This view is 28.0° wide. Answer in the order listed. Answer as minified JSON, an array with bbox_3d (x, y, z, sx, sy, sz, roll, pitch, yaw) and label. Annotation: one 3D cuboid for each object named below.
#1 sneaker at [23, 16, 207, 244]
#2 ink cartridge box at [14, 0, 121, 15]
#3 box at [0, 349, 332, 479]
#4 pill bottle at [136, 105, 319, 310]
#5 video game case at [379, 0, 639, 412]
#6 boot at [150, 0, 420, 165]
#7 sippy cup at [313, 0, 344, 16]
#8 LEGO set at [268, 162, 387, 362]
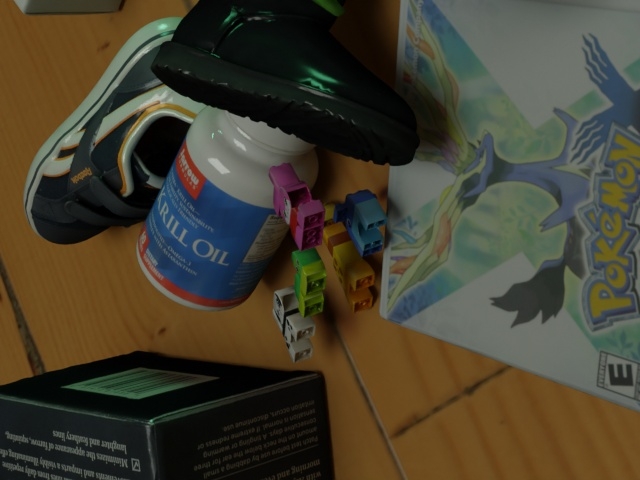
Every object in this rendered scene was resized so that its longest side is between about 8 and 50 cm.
[{"bbox_3d":[-0.198,-0.071,1.293,0.321,0.126,0.127,-49,58,39],"label":"sneaker"},{"bbox_3d":[-0.293,-0.405,1.325,0.289,0.121,0.211,53,131,26],"label":"ink cartridge box"},{"bbox_3d":[-0.150,0.328,1.263,0.293,0.212,0.395,1,98,46],"label":"box"},{"bbox_3d":[-0.077,-0.050,1.169,0.124,0.124,0.221,51,131,27],"label":"pill bottle"},{"bbox_3d":[0.170,-0.059,0.968,0.300,0.036,0.329,18,111,44],"label":"video game case"},{"bbox_3d":[0.003,-0.188,1.031,0.246,0.094,0.207,22,79,27],"label":"boot"},{"bbox_3d":[0.105,-0.282,0.821,0.305,0.224,0.240,-15,56,18],"label":"sippy cup"},{"bbox_3d":[0.000,0.000,1.114,0.227,0.087,0.093,96,151,-54],"label":"LEGO set"}]
